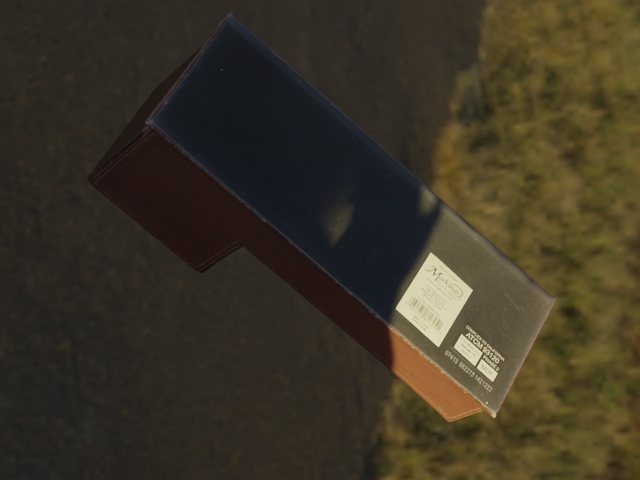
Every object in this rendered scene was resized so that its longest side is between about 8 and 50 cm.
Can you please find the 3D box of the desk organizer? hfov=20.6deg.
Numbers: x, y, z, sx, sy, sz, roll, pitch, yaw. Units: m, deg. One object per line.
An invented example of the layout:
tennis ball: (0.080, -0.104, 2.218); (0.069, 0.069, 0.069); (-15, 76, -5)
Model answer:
desk organizer: (0.000, 0.000, 0.518); (0.130, 0.050, 0.047); (40, 57, -12)
